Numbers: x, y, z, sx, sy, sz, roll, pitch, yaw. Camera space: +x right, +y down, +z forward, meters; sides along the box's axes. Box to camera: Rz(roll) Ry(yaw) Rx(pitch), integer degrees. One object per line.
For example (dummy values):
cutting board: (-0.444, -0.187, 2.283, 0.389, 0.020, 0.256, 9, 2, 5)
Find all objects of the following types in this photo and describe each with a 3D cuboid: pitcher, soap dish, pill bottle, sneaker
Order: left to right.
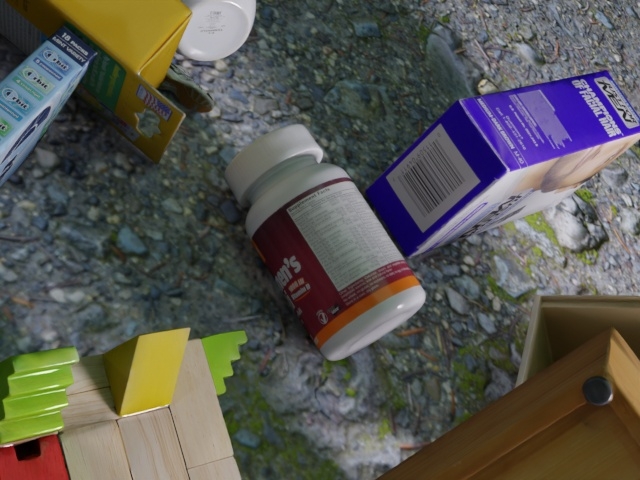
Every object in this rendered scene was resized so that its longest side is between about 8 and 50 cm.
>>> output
pitcher: (-0.173, -0.295, 1.175, 0.178, 0.125, 0.207, -10, 52, -21)
sneaker: (-0.148, -0.173, 1.148, 0.083, 0.032, 0.037, 34, 43, -14)
pill bottle: (0.000, 0.000, 1.063, 0.121, 0.121, 0.221, -19, 71, -46)
soap dish: (0.197, 0.247, 0.904, 0.229, 0.291, 0.118, 56, 10, 11)

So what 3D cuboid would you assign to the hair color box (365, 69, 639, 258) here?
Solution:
hair color box: (0.236, -0.099, 1.289, 0.339, 0.185, 0.110, -20, 72, -46)

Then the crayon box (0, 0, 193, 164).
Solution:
crayon box: (-0.240, -0.223, 0.978, 0.323, 0.203, 0.083, 41, 73, -7)

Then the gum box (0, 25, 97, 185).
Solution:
gum box: (-0.274, -0.075, 0.872, 0.041, 0.157, 0.184, 38, 41, -10)

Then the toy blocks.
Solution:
toy blocks: (-0.182, 0.221, 0.718, 0.381, 0.191, 0.261, -5, 74, -47)

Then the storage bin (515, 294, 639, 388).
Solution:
storage bin: (0.338, 0.187, 1.081, 0.262, 0.260, 0.123, -64, 145, -47)
